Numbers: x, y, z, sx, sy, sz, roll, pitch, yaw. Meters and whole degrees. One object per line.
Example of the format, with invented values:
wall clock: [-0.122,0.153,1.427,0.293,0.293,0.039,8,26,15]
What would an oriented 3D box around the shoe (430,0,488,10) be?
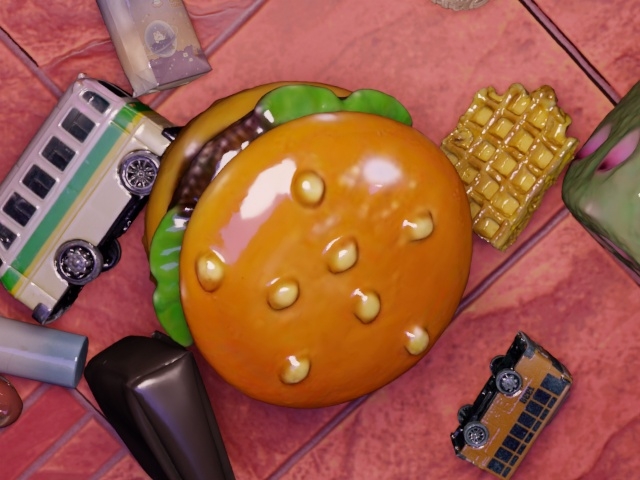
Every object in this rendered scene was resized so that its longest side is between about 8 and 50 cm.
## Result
shoe: [0.143,-0.362,1.576,0.180,0.092,0.089,31,102,-7]

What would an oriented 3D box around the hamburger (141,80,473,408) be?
hamburger: [0.000,0.000,1.474,0.396,0.277,0.396,-8,113,-20]

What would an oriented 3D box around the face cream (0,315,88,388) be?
face cream: [-0.446,0.139,1.660,0.250,0.077,0.077,12,98,0]

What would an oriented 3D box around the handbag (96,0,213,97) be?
handbag: [-0.223,-0.279,1.585,0.095,0.117,0.173,-17,95,39]

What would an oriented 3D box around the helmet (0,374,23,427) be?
helmet: [-0.454,0.225,1.686,0.065,0.049,0.084,-40,96,7]

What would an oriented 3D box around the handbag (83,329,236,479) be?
handbag: [-0.192,0.249,1.578,0.113,0.285,0.257,-27,100,-21]

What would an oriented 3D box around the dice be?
dice: [0.512,-0.063,1.491,0.318,0.330,0.322,41,95,-6]

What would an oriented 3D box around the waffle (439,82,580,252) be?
waffle: [0.237,-0.114,1.591,0.160,0.055,0.211,38,98,29]

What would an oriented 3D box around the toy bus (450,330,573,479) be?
toy bus: [0.262,0.225,1.656,0.103,0.091,0.182,30,99,-5]

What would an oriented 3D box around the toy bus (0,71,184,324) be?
toy bus: [-0.320,-0.057,1.598,0.179,0.143,0.305,36,98,-2]
